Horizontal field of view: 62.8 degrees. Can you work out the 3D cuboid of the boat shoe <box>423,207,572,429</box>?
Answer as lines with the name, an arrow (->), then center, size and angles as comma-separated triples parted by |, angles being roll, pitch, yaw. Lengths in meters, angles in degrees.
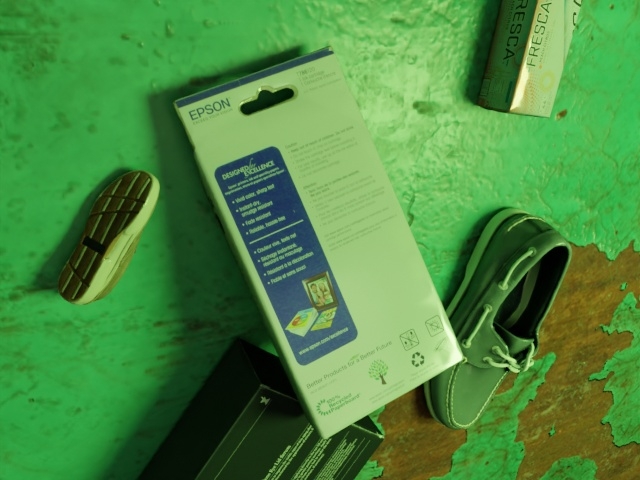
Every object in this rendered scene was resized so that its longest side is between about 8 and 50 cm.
boat shoe -> 0.226, 0.121, 0.676 | 0.116, 0.099, 0.320 | 9, 106, -27

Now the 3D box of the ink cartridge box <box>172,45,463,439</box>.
ink cartridge box -> 0.000, 0.000, 0.508 | 0.165, 0.065, 0.333 | -24, 95, -15

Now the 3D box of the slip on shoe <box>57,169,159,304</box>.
slip on shoe -> -0.186, -0.001, 0.480 | 0.135, 0.051, 0.041 | -62, 160, -1

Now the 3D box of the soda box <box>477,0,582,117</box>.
soda box -> 0.231, -0.230, 0.567 | 0.063, 0.058, 0.183 | 1, 110, -24

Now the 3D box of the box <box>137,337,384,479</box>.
box -> -0.084, 0.269, 0.593 | 0.184, 0.103, 0.261 | 33, 94, -33
